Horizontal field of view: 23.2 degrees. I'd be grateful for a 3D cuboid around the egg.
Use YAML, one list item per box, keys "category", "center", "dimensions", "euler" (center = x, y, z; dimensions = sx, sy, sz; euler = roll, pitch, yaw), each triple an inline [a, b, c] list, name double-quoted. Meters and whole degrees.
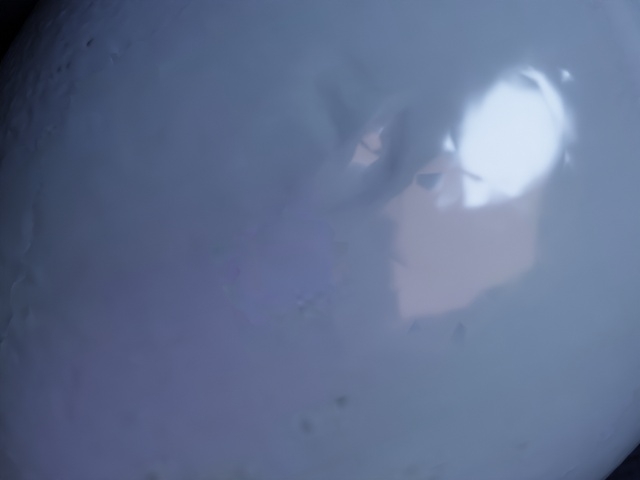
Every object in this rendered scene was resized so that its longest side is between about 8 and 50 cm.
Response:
- category: "egg"
  center: [0.000, 0.000, 0.605]
  dimensions: [0.345, 0.283, 0.283]
  euler: [-45, 116, -8]
